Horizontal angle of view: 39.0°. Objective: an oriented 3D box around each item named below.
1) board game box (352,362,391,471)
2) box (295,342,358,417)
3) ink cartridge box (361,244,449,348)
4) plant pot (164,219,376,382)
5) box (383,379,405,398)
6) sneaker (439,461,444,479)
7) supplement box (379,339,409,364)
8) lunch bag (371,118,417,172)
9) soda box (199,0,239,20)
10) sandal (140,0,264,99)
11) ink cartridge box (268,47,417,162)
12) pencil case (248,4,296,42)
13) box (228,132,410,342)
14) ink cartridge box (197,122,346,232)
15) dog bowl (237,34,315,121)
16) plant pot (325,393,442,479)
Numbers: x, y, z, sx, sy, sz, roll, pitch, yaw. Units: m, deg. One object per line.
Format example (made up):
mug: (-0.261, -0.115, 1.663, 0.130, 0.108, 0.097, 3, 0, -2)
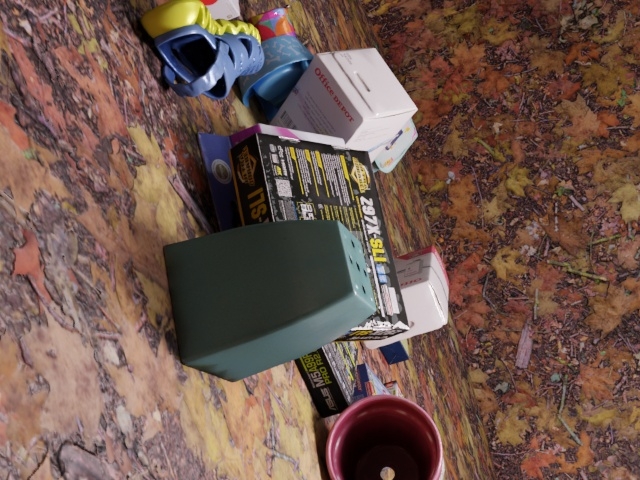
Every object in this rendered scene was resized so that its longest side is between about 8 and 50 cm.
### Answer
board game box: (0.116, 0.370, 1.864, 0.194, 0.060, 0.194, 43, 32, -62)
box: (-0.009, 0.154, 1.656, 0.216, 0.060, 0.270, -78, 147, -65)
ink cartridge box: (0.193, 0.131, 2.163, 0.283, 0.207, 0.117, -62, 131, -72)
plant pot: (-0.058, 0.068, 1.206, 0.166, 0.234, 0.165, 40, 34, -64)
box: (0.201, 0.446, 2.149, 0.114, 0.036, 0.207, -85, 153, -59)
sneaker: (0.251, 0.599, 2.098, 0.085, 0.086, 0.237, -173, -107, -68)
supplement box: (0.182, 0.253, 2.282, 0.083, 0.056, 0.083, -91, 158, -50)
lunch bag: (0.094, -0.256, 2.163, 0.223, 0.262, 0.160, 47, 28, -62)
soda box: (-0.223, -0.489, 1.631, 0.216, 0.069, 0.074, 51, 25, -53)
sandal: (-0.180, -0.291, 1.465, 0.317, 0.126, 0.138, -12, 87, -68)
ink cartridge box: (0.040, -0.243, 1.815, 0.168, 0.233, 0.171, -19, 69, -43)
pencil case: (-0.083, -0.404, 2.017, 0.104, 0.104, 0.236, -34, 107, -76)
box: (0.000, 0.000, 1.431, 0.257, 0.079, 0.322, 4, 68, -46)
ink cartridge box: (-0.034, -0.033, 1.526, 0.330, 0.071, 0.324, 1, 70, -53)
dog bowl: (-0.074, -0.330, 1.836, 0.074, 0.166, 0.297, 63, 12, 10)
plant pot: (0.115, 0.396, 1.591, 0.180, 0.201, 0.201, 78, 1, -60)
